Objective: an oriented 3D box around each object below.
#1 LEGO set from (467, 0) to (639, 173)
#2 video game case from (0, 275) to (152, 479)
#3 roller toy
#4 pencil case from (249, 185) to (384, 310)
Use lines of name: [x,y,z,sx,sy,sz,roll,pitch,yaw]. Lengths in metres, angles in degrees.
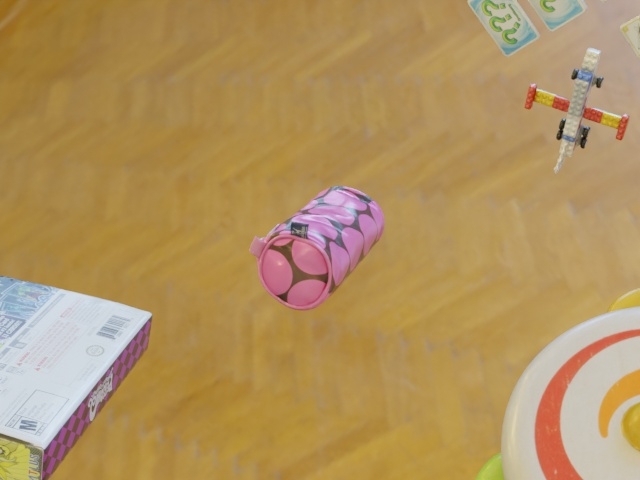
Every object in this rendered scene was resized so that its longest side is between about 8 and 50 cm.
LEGO set: [0.280,-0.186,1.388,0.182,0.244,0.060,-28,13,40]
video game case: [-0.263,0.092,1.008,0.210,0.042,0.232,12,23,7]
roller toy: [0.215,0.144,0.841,0.209,0.146,0.191,-41,54,-15]
pencil case: [0.000,0.000,1.470,0.095,0.098,0.209,-71,-12,20]
